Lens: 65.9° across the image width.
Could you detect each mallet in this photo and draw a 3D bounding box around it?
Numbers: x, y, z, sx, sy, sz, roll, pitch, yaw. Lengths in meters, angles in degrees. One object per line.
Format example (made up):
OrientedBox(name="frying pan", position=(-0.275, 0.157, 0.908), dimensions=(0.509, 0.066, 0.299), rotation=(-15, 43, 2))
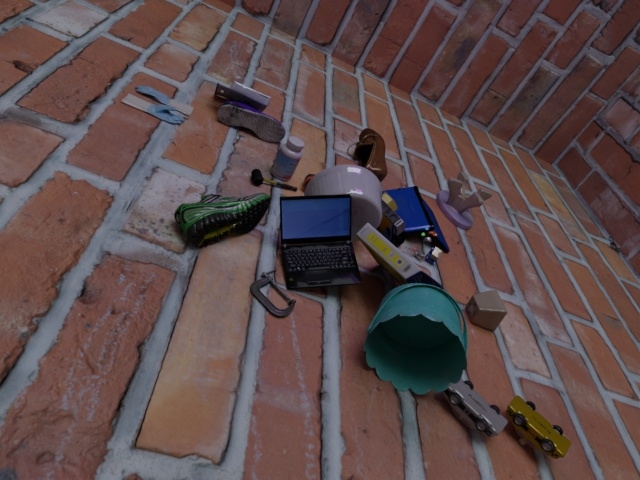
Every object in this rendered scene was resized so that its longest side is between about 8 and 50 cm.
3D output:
OrientedBox(name="mallet", position=(-0.174, -0.223, 1.855), dimensions=(0.190, 0.039, 0.062), rotation=(8, 43, -36))

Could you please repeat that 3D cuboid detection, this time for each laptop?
OrientedBox(name="laptop", position=(0.000, 0.000, 1.524), dimensions=(0.234, 0.136, 0.264), rotation=(-3, 51, -10))

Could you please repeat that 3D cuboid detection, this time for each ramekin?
OrientedBox(name="ramekin", position=(0.083, -0.114, 1.709), dimensions=(0.277, 0.277, 0.135), rotation=(17, 44, -21))

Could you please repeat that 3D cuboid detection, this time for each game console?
OrientedBox(name="game console", position=(0.402, -0.082, 2.124), dimensions=(0.250, 0.173, 0.293), rotation=(-8, 41, -1))

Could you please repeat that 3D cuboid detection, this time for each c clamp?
OrientedBox(name="c clamp", position=(-0.128, 0.148, 1.424), dimensions=(0.137, 0.022, 0.160), rotation=(-16, 55, -48))

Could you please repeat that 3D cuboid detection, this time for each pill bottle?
OrientedBox(name="pill bottle", position=(-0.123, -0.315, 1.894), dimensions=(0.087, 0.160, 0.087), rotation=(20, 36, -15))

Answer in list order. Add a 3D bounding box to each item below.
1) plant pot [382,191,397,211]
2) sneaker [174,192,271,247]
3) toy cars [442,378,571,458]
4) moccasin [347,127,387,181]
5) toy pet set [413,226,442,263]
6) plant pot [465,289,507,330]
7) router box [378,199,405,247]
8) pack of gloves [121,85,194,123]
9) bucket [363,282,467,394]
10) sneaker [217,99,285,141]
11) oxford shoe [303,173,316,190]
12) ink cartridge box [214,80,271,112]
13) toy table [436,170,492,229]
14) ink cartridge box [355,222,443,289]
OrientedBox(name="plant pot", position=(0.262, -0.130, 2.008), dimensions=(0.083, 0.081, 0.081), rotation=(39, 57, 9))
OrientedBox(name="sneaker", position=(-0.288, -0.100, 1.518), dimensions=(0.146, 0.134, 0.344), rotation=(45, 37, 20))
OrientedBox(name="toy cars", position=(0.515, 0.514, 1.407), dimensions=(0.394, 0.087, 0.176), rotation=(21, 30, -9))
OrientedBox(name="moccasin", position=(0.217, -0.414, 2.322), dimensions=(0.147, 0.139, 0.380), rotation=(27, 43, -23))
OrientedBox(name="toy pet set", position=(0.424, 0.032, 1.955), dimensions=(0.114, 0.065, 0.122), rotation=(36, 64, 2))
OrientedBox(name="plant pot", position=(0.589, 0.249, 1.784), dimensions=(0.096, 0.109, 0.109), rotation=(6, 40, -14))
OrientedBox(name="router box", position=(0.261, -0.062, 1.871), dimensions=(0.046, 0.179, 0.133), rotation=(-37, 65, -9))
OrientedBox(name="pack of gloves", position=(-0.614, -0.536, 1.900), dimensions=(0.232, 0.046, 0.195), rotation=(22, 36, -14))
OrientedBox(name="bucket", position=(0.269, 0.264, 1.379), dimensions=(0.281, 0.281, 0.183), rotation=(29, 31, -3))
OrientedBox(name="sneaker", position=(-0.282, -0.522, 2.089), dimensions=(0.293, 0.102, 0.146), rotation=(20, 31, -18))
OrientedBox(name="oxford shoe", position=(0.065, -0.201, 1.957), dimensions=(0.271, 0.097, 0.098), rotation=(23, 29, -12))
OrientedBox(name="ink cartridge box", position=(-0.337, -0.624, 2.123), dimensions=(0.224, 0.045, 0.223), rotation=(20, 0, -17))
OrientedBox(name="toy table", position=(0.683, -0.198, 2.372), dimensions=(0.252, 0.160, 0.274), rotation=(7, 40, -31))
OrientedBox(name="ink cartridge box", position=(0.272, 0.108, 1.583), dimensions=(0.307, 0.072, 0.303), rotation=(47, -1, 31))
